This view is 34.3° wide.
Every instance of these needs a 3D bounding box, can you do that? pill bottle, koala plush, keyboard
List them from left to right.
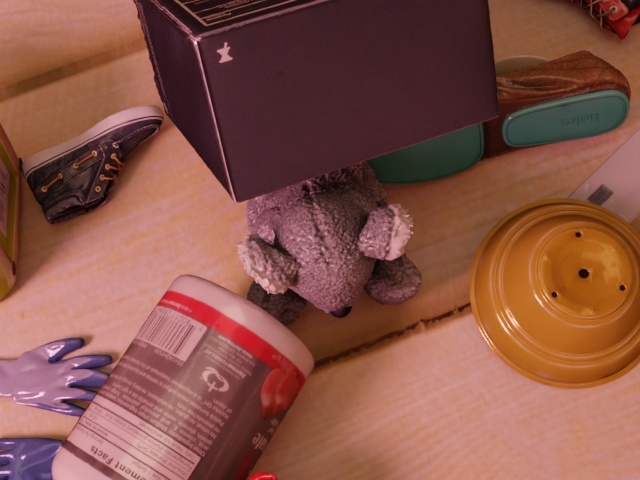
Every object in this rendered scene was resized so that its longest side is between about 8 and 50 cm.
[{"bbox_3d":[-0.157,0.209,1.049,0.176,0.176,0.318,28,74,15],"label":"pill bottle"},{"bbox_3d":[0.000,0.000,1.062,0.196,0.221,0.203,-11,99,2],"label":"koala plush"},{"bbox_3d":[0.331,-0.044,1.197,0.256,0.014,0.072,-42,66,-12],"label":"keyboard"}]

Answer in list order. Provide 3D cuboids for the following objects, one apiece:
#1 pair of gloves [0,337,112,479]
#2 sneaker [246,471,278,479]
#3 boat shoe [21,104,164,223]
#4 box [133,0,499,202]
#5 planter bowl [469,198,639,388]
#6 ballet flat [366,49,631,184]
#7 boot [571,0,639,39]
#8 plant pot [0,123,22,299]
[{"bbox_3d":[-0.309,0.205,1.148,0.159,0.023,0.198,-4,67,5],"label":"pair of gloves"},{"bbox_3d":[-0.002,0.285,1.009,0.221,0.087,0.128,-11,105,-20],"label":"sneaker"},{"bbox_3d":[-0.260,-0.090,1.244,0.183,0.065,0.083,-27,77,-3],"label":"boat shoe"},{"bbox_3d":[-0.015,-0.205,1.098,0.296,0.183,0.294,-19,28,-13],"label":"box"},{"bbox_3d":[0.273,0.045,1.110,0.217,0.090,0.217,0,74,1],"label":"planter bowl"},{"bbox_3d":[0.185,-0.156,1.210,0.342,0.116,0.124,-15,48,-1],"label":"ballet flat"},{"bbox_3d":[0.295,-0.315,1.269,0.244,0.088,0.176,-13,69,-4],"label":"boot"},{"bbox_3d":[-0.455,-0.044,1.158,0.207,0.227,0.228,-3,67,-3],"label":"plant pot"}]
